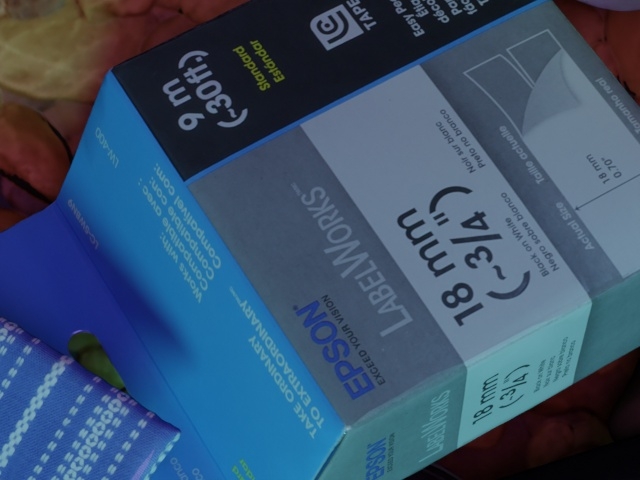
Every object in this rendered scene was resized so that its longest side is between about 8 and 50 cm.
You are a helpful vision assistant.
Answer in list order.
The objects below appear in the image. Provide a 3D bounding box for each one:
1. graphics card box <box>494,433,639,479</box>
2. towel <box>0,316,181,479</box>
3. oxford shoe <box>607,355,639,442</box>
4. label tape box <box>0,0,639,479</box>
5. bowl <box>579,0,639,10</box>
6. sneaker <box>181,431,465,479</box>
[{"bbox_3d":[0.085,0.250,0.982,0.371,0.094,0.232,-17,122,-5],"label":"graphics card box"},{"bbox_3d":[-0.261,0.120,0.930,0.336,0.040,0.243,29,87,22],"label":"towel"},{"bbox_3d":[0.206,0.018,1.039,0.096,0.083,0.227,25,78,-5],"label":"oxford shoe"},{"bbox_3d":[0.000,0.000,0.924,0.334,0.106,0.240,-28,65,-14],"label":"label tape box"},{"bbox_3d":[0.173,-0.218,0.964,0.289,0.289,0.156,23,133,-8],"label":"bowl"},{"bbox_3d":[0.001,0.151,0.997,0.222,0.118,0.083,17,91,-8],"label":"sneaker"}]
